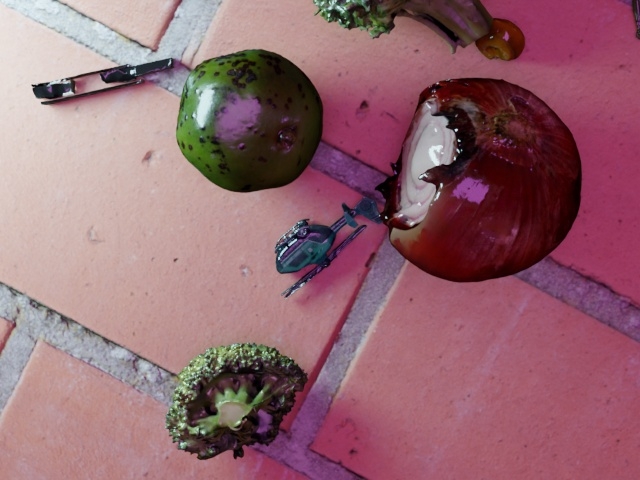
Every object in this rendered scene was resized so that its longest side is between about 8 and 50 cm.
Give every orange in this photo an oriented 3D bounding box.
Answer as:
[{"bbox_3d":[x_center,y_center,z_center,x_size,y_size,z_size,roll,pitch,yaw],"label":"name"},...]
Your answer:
[{"bbox_3d":[0.304,-0.345,1.919,0.086,0.086,0.062,26,73,0],"label":"orange"}]

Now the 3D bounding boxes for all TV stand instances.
[{"bbox_3d":[-0.377,-0.280,1.977,0.249,0.036,0.042,-12,93,4],"label":"TV stand"}]

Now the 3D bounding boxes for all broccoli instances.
[{"bbox_3d":[-0.143,0.274,1.951,0.226,0.176,0.198,-2,108,24],"label":"broccoli"},{"bbox_3d":[0.164,-0.461,1.817,0.375,0.302,0.249,-25,71,30],"label":"broccoli"}]

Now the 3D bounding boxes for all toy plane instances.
[{"bbox_3d":[0.000,0.000,1.974,0.235,0.060,0.096,-40,100,9],"label":"toy plane"}]

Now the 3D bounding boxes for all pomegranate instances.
[{"bbox_3d":[-0.125,-0.199,1.880,0.254,0.270,0.254,-9,106,-35],"label":"pomegranate"}]

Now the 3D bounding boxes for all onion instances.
[{"bbox_3d":[0.267,-0.103,1.822,0.341,0.341,0.341,0,95,3],"label":"onion"}]

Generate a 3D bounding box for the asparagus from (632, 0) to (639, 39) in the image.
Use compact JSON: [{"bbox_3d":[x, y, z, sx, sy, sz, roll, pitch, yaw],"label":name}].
[{"bbox_3d":[0.540,-0.405,1.929,0.018,0.015,0.127,-5,95,5],"label":"asparagus"}]
